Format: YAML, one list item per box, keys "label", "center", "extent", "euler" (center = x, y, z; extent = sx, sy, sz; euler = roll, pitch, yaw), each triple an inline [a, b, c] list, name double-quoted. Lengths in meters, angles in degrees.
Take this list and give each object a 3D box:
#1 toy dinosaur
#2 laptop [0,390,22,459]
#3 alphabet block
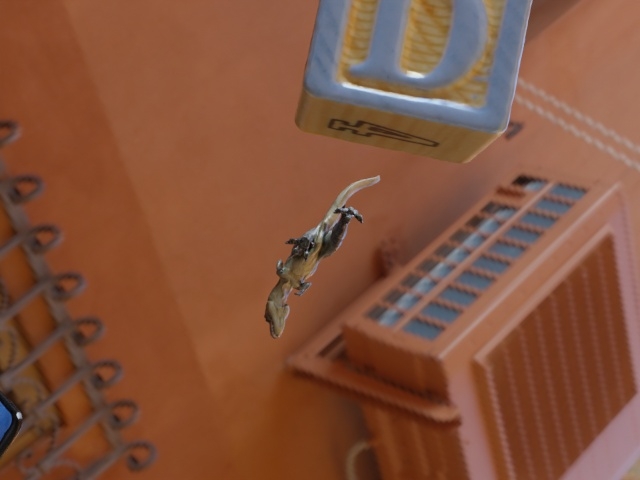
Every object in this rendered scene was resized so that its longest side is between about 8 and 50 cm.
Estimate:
- label: "toy dinosaur"
  center: [0.000, 0.000, 1.739]
  extent: [0.064, 0.268, 0.118]
  euler: [36, -14, 2]
- label: "laptop"
  center: [-0.431, 0.122, 0.722]
  extent: [0.408, 0.382, 0.236]
  euler: [34, -1, -11]
- label: "alphabet block"
  center: [0.087, -0.193, 1.305]
  extent: [0.194, 0.192, 0.197]
  euler: [13, -5, -2]
